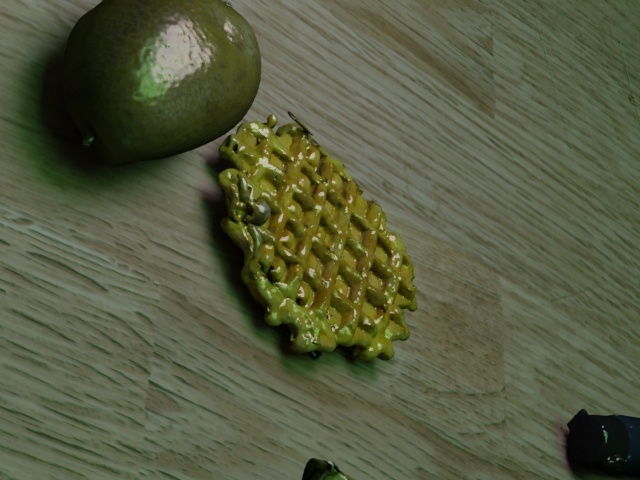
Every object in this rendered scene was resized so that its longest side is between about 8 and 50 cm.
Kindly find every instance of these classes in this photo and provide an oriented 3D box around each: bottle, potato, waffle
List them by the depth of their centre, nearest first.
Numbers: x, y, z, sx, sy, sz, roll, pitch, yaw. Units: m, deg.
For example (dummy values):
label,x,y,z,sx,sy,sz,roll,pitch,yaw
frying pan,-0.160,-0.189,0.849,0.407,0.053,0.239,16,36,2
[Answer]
label,x,y,z,sx,sy,sz,roll,pitch,yaw
potato,-0.160,-0.163,1.623,0.174,0.159,0.251,35,47,8
waffle,-0.003,0.001,1.766,0.262,0.060,0.281,-3,69,-52
bottle,0.394,0.254,2.018,0.244,0.072,0.082,13,38,-42

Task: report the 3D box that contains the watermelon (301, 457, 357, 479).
label,x,y,z,sx,sy,sz,roll,pitch,yaw
watermelon,0.071,0.286,1.595,0.301,0.129,0.123,35,46,-35
